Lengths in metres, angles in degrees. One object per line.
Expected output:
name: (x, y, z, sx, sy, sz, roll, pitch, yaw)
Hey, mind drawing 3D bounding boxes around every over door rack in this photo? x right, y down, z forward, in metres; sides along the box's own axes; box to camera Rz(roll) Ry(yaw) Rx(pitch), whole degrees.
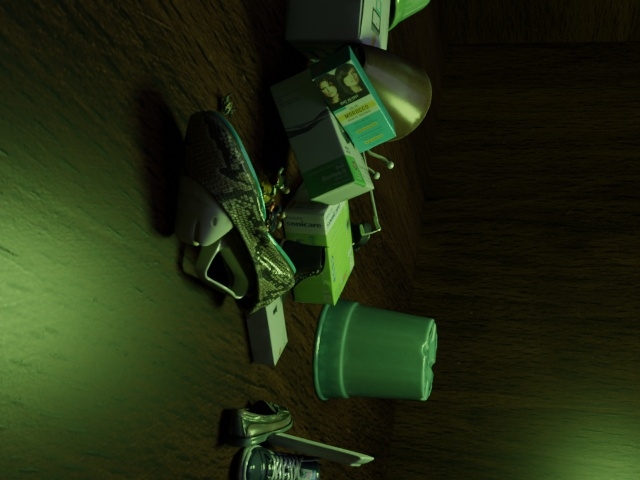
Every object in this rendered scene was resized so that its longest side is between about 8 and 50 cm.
over door rack: (0.123, -0.151, 2.071, 0.239, 0.108, 0.325, 147, -56, -70)

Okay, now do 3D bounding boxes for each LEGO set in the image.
LEGO set: (-0.191, -0.255, 1.414, 0.054, 0.023, 0.083, 14, 94, -70)

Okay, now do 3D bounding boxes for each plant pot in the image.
plant pot: (0.184, 0.356, 2.233, 0.341, 0.333, 0.342, 5, 90, -73)
plant pot: (0.124, -0.383, 1.724, 0.230, 0.215, 0.216, 23, 71, -53)

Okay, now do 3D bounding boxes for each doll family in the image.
doll family: (-0.126, -0.072, 1.574, 0.111, 0.075, 0.193, 13, 84, -77)

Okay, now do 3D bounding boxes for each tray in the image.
tray: (-0.012, 0.515, 1.747, 0.145, 0.270, 0.030, 49, 53, -66)

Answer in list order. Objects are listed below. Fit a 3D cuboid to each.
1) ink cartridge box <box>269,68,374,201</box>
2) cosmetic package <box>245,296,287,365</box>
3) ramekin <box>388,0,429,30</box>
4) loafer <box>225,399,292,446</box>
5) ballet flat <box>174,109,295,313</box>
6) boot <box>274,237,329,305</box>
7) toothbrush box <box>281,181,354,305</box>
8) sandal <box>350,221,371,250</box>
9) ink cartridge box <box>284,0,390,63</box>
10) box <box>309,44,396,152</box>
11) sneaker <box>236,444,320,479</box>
ink cartridge box: (0.007, -0.242, 1.693, 0.289, 0.121, 0.211, 70, 15, 6)
cosmetic package: (-0.128, 0.166, 1.641, 0.099, 0.060, 0.239, -58, 148, -54)
ramekin: (0.187, -0.761, 1.997, 0.148, 0.303, 0.304, -29, 135, -16)
loafer: (-0.133, 0.407, 1.636, 0.267, 0.096, 0.084, 3, 85, -71)
ballet flat: (-0.174, -0.012, 1.327, 0.182, 0.164, 0.483, -46, 145, -21)
boot: (-0.058, 0.097, 1.720, 0.077, 0.136, 0.198, 19, 76, -72)
toothbrush box: (0.000, 0.000, 1.909, 0.206, 0.122, 0.283, -61, 151, -53)
sandal: (0.116, -0.005, 2.223, 0.254, 0.054, 0.097, -179, -74, -76)
ink cartridge box: (0.049, -0.572, 1.803, 0.270, 0.198, 0.197, 2, 93, -72)
box: (0.078, -0.317, 1.613, 0.244, 0.100, 0.060, 50, 24, -42)
sneaker: (-0.090, 0.552, 1.696, 0.282, 0.153, 0.099, 51, 46, -66)
